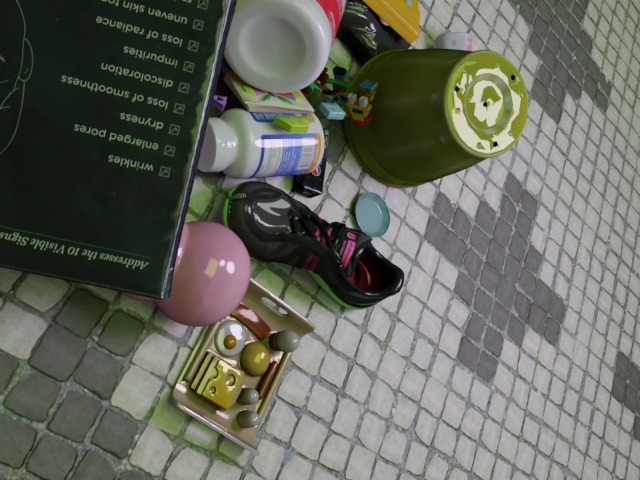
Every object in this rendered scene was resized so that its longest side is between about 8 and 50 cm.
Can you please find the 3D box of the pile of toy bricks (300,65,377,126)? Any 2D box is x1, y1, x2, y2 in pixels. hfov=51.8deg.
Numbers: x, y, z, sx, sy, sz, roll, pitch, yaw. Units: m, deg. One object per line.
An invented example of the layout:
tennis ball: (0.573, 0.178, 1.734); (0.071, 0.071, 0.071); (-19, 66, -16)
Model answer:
pile of toy bricks: (0.050, -0.344, 1.612); (0.118, 0.212, 0.105); (-50, 147, -32)

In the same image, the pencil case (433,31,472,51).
pencil case: (0.387, -0.467, 1.919); (0.113, 0.124, 0.273); (1, 76, 3)

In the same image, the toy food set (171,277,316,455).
toy food set: (-0.148, 0.256, 1.369); (0.219, 0.092, 0.306); (39, 59, -25)

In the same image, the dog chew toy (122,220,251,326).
dog chew toy: (-0.302, 0.033, 1.239); (0.331, 0.206, 0.207); (24, 67, -23)

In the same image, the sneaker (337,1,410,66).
sneaker: (0.122, -0.527, 1.736); (0.286, 0.109, 0.130); (18, 78, -31)

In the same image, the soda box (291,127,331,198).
soda box: (-0.022, -0.191, 1.582); (0.060, 0.053, 0.169); (19, 69, -33)

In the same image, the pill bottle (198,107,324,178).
pill bottle: (-0.138, -0.212, 1.434); (0.272, 0.152, 0.152); (-8, 86, -38)

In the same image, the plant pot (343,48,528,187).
plant pot: (0.296, -0.311, 1.602); (0.366, 0.353, 0.367); (-2, 95, -24)

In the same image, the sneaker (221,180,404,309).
sneaker: (0.000, 0.000, 1.466); (0.482, 0.202, 0.185); (28, 64, -31)

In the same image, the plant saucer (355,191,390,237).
plant saucer: (0.130, -0.065, 1.695); (0.119, 0.021, 0.119); (9, 75, -36)

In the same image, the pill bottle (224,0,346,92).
pill bottle: (-0.063, -0.523, 1.459); (0.229, 0.229, 0.408); (41, 38, -24)

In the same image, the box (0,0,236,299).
box: (-0.407, -0.196, 0.974); (0.479, 0.297, 0.472); (13, 86, -11)

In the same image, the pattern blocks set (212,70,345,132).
pattern blocks set: (-0.114, -0.323, 1.439); (0.324, 0.026, 0.285); (-13, 49, -42)

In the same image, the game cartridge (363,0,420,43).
game cartridge: (0.159, -0.709, 1.761); (0.285, 0.052, 0.324); (33, 40, -28)
